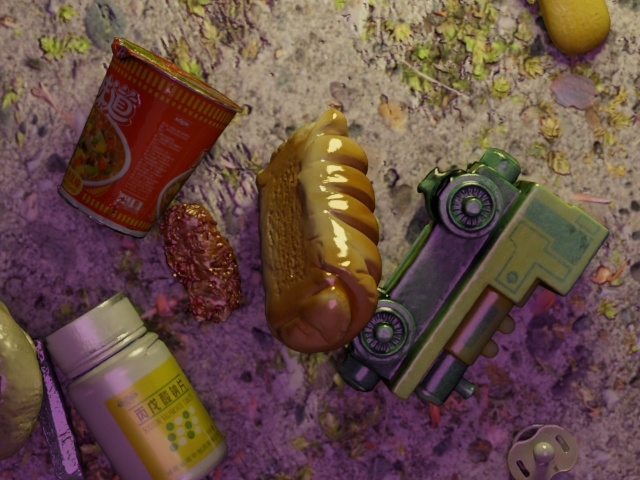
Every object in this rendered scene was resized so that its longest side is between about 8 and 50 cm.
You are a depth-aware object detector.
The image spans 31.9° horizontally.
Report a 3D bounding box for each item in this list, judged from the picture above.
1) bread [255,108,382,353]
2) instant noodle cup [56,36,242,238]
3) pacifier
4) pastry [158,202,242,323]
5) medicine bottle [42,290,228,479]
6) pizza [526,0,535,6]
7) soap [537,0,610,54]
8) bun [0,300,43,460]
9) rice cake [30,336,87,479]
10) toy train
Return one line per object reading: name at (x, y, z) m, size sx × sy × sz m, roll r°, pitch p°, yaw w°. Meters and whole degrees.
bread at (0.000, 0.000, 1.407) m, size 0.121 × 0.173 × 0.311 m, roll 20°, pitch 50°, yaw -34°
instant noodle cup at (-0.232, -0.124, 1.433) m, size 0.193 × 0.193 × 0.212 m, roll 30°, pitch 98°, yaw -4°
pacifier at (0.299, 0.287, 1.519) m, size 0.099 × 0.078 × 0.081 m, roll -33°, pitch 72°, yaw -1°
pastry at (-0.155, 0.027, 1.495) m, size 0.087 × 0.063 × 0.169 m, roll -18°, pitch 98°, yaw 6°
medicine bottle at (-0.241, 0.205, 1.452) m, size 0.143 × 0.143 × 0.258 m, roll -32°, pitch 92°, yaw -2°
pizza at (0.282, -0.374, 1.524) m, size 0.123 × 0.026 × 0.109 m, roll 2°, pitch 100°, yaw -8°
soap at (0.335, -0.333, 1.511) m, size 0.089 × 0.033 × 0.168 m, roll -27°, pitch 108°, yaw -6°
bun at (-0.440, 0.176, 1.427) m, size 0.239 × 0.141 × 0.239 m, roll 7°, pitch 101°, yaw 35°
rice cake at (-0.360, 0.231, 1.499) m, size 0.043 × 0.034 × 0.211 m, roll -17°, pitch 93°, yaw 0°
toy train at (0.183, 0.068, 1.477) m, size 0.237 × 0.150 × 0.369 m, roll 35°, pitch 91°, yaw -10°
